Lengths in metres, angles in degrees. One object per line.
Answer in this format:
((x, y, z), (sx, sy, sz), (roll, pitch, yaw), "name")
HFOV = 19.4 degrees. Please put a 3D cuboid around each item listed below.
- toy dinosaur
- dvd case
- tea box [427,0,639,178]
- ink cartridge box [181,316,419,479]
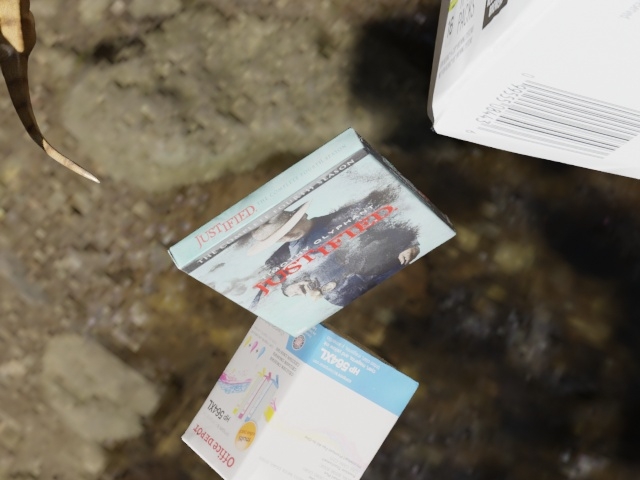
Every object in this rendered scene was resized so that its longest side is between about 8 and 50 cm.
((-0.217, -0.136, 1.300), (0.112, 0.064, 0.211), (-11, 83, 50), "toy dinosaur")
((0.000, 0.000, 0.759), (0.087, 0.119, 0.013), (-33, 64, 9), "dvd case")
((0.196, -0.205, 0.653), (0.220, 0.323, 0.329), (12, 168, -9), "tea box")
((-0.020, 0.127, 1.303), (0.090, 0.143, 0.092), (33, 179, -30), "ink cartridge box")
